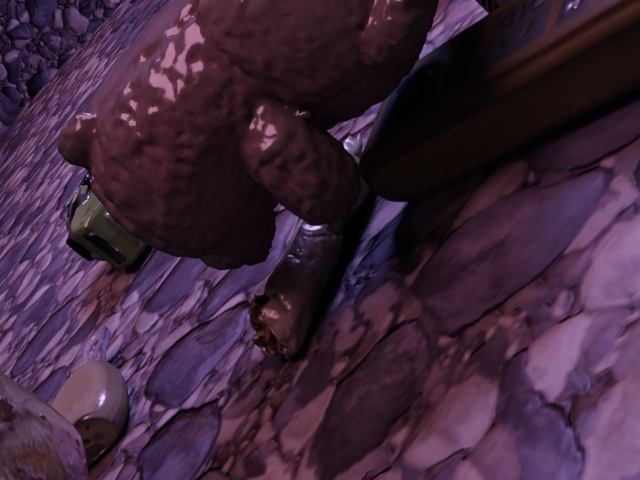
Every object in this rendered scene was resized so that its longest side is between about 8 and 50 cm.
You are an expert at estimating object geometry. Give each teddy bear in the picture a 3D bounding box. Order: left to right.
[{"bbox_3d":[-0.036,-0.110,0.719,0.267,0.151,0.236,-44,51,20],"label":"teddy bear"}]

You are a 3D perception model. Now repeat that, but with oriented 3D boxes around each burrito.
[{"bbox_3d":[0.000,0.000,0.787,0.045,0.041,0.185,86,-155,-53],"label":"burrito"}]

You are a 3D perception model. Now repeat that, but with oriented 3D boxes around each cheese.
[{"bbox_3d":[-0.194,0.125,0.975,0.097,0.037,0.192,-44,21,14],"label":"cheese"}]

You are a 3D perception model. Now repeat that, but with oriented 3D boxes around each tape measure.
[{"bbox_3d":[-0.210,-0.051,1.258,0.154,0.087,0.177,-19,34,56],"label":"tape measure"}]

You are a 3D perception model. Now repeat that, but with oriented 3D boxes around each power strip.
[{"bbox_3d":[0.156,-0.123,0.632,0.387,0.066,0.092,-27,32,47],"label":"power strip"}]

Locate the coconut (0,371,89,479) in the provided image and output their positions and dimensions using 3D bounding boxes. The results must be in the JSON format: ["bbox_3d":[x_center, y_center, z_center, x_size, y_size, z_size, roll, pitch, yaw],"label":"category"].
[{"bbox_3d":[-0.254,0.169,0.705,0.227,0.227,0.231,-143,54,-70],"label":"coconut"}]

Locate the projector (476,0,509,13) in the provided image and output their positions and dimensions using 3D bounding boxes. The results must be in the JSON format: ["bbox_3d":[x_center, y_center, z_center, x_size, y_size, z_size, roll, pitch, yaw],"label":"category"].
[{"bbox_3d":[0.128,-0.319,0.761,0.259,0.257,0.079,-50,18,1],"label":"projector"}]
